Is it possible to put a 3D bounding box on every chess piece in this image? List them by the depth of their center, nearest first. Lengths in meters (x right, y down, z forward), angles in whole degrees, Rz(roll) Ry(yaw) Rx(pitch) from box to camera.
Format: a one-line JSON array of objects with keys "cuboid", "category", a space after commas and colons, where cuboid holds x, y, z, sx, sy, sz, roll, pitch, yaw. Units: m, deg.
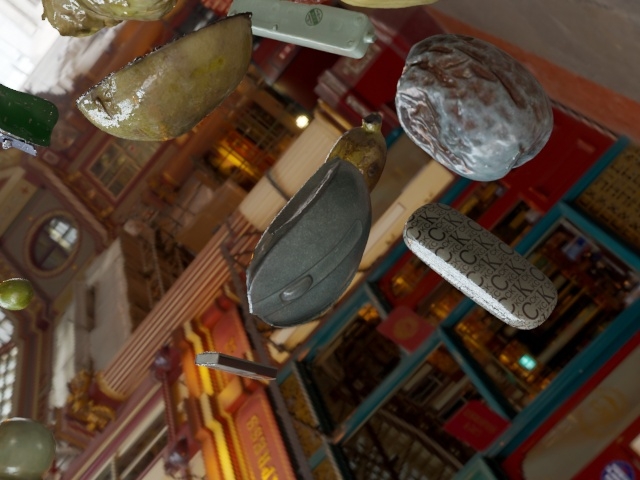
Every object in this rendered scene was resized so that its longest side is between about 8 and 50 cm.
[{"cuboid": [-0.422, 0.358, 1.009, 0.133, 0.243, 0.133, 7, 164, 2], "category": "chess piece"}]

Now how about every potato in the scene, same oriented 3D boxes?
[{"cuboid": [-0.181, -0.191, 0.968, 0.100, 0.261, 0.120, 62, 180, -8], "category": "potato"}]

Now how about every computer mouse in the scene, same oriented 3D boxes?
[{"cuboid": [0.002, -0.001, 1.387, 0.114, 0.373, 0.203, 10, 142, 32], "category": "computer mouse"}]

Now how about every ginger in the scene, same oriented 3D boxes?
[{"cuboid": [-0.268, -0.339, 0.973, 0.138, 0.152, 0.267, 0, -176, -39], "category": "ginger"}]

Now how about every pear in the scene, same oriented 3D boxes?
[{"cuboid": [-0.790, 0.140, 1.959, 0.097, 0.092, 0.092, -12, -145, -18], "category": "pear"}]

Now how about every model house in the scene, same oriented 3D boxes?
[{"cuboid": [-0.581, -0.215, 1.397, 0.167, 0.088, 0.117, 20, -131, -30], "category": "model house"}]

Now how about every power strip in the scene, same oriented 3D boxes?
[{"cuboid": [-0.040, -0.489, 1.717, 0.385, 0.091, 0.062, 21, 177, 28], "category": "power strip"}]

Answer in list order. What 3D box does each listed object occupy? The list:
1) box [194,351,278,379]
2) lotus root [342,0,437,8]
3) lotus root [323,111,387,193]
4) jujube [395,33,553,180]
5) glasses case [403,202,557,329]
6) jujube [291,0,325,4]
[{"cuboid": [-0.208, 0.311, 1.886, 0.178, 0.035, 0.115, 21, 159, -34], "category": "box"}, {"cuboid": [0.169, -0.545, 1.509, 0.343, 0.151, 0.169, -6, -177, -12], "category": "lotus root"}, {"cuboid": [0.099, -0.212, 2.117, 0.142, 0.314, 0.169, 12, -152, -37], "category": "lotus root"}, {"cuboid": [0.280, -0.258, 1.436, 0.308, 0.215, 0.246, 48, 159, 16], "category": "jujube"}, {"cuboid": [0.333, 0.048, 1.600, 0.355, 0.137, 0.085, 38, 149, 18], "category": "glasses case"}, {"cuboid": [-0.043, -0.392, 1.068, 0.176, 0.112, 0.109, 9, -166, -19], "category": "jujube"}]
